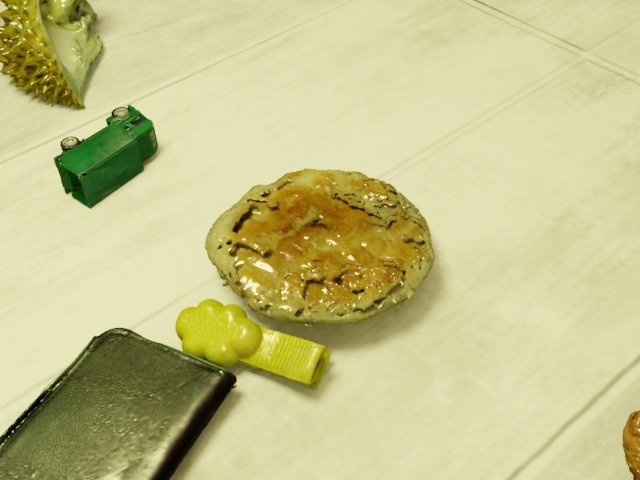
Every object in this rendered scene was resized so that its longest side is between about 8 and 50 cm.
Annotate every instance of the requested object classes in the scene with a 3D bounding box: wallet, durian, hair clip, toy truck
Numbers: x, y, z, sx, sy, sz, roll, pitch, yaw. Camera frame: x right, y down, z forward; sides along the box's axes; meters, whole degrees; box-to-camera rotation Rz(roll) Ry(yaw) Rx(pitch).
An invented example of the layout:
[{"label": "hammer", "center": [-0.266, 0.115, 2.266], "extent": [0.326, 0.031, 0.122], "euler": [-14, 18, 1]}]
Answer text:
[{"label": "wallet", "center": [-0.230, 0.218, 0.725], "extent": [0.172, 0.045, 0.318], "euler": [20, 49, 17]}, {"label": "durian", "center": [-0.423, -0.347, 1.234], "extent": [0.166, 0.172, 0.306], "euler": [16, 34, -16]}, {"label": "hair clip", "center": [-0.079, 0.111, 0.820], "extent": [0.173, 0.046, 0.072], "euler": [18, 71, 17]}, {"label": "toy truck", "center": [-0.288, -0.120, 1.052], "extent": [0.079, 0.065, 0.147], "euler": [29, 53, 25]}]

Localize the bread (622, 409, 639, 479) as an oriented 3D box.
[{"label": "bread", "center": [0.344, 0.242, 0.650], "extent": [0.104, 0.076, 0.233], "euler": [-30, 57, -9]}]

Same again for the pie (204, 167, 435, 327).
[{"label": "pie", "center": [0.000, 0.000, 0.905], "extent": [0.274, 0.055, 0.274], "euler": [2, 38, -2]}]
